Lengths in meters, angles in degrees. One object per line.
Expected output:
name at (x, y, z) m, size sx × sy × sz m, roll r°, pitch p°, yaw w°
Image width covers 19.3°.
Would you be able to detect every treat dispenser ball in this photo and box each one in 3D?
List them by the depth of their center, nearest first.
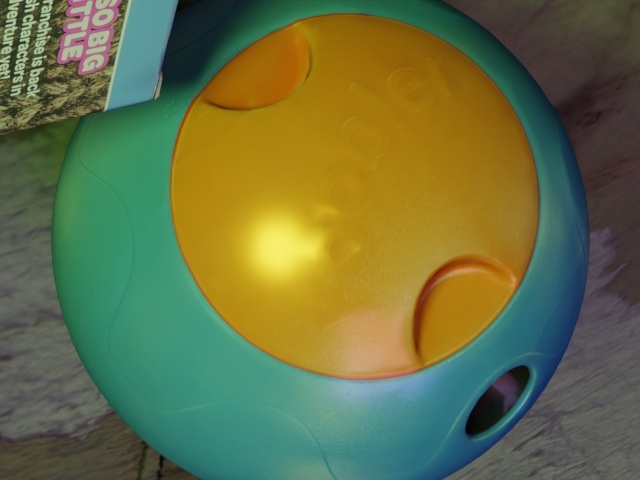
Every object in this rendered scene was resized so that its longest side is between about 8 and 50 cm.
treat dispenser ball at (0.000, 0.000, 1.017) m, size 0.288 × 0.288 × 0.288 m, roll -23°, pitch 151°, yaw -14°

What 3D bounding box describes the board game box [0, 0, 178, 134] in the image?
board game box at (-0.201, -0.150, 0.734) m, size 0.291 × 0.141 × 0.232 m, roll -15°, pitch 149°, yaw -27°
